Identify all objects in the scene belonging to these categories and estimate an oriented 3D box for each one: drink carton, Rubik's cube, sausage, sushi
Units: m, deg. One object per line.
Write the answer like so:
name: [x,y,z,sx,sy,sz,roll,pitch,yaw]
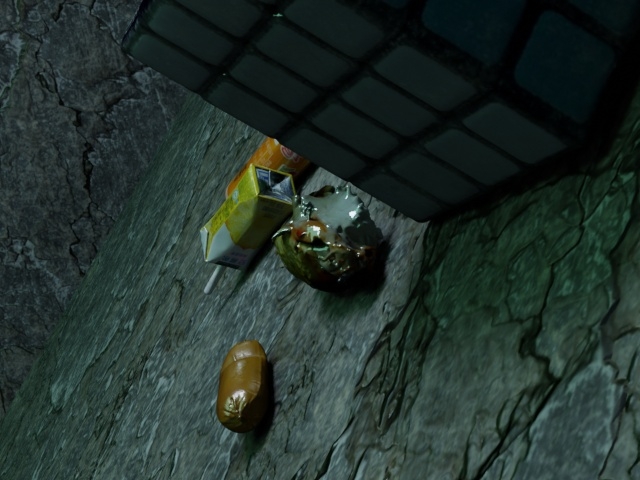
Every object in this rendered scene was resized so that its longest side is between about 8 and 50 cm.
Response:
drink carton: [-0.109,-0.012,1.933,0.200,0.084,0.074,-49,41,37]
Rubik's cube: [0.077,-0.256,1.208,0.337,0.344,0.344,-65,13,-17]
sausage: [-0.049,-0.112,1.938,0.234,0.071,0.071,-46,19,47]
sushi: [0.001,-0.004,1.473,0.103,0.097,0.226,-60,15,-11]
sausage: [-0.082,0.157,1.542,0.062,0.054,0.183,-26,17,4]
